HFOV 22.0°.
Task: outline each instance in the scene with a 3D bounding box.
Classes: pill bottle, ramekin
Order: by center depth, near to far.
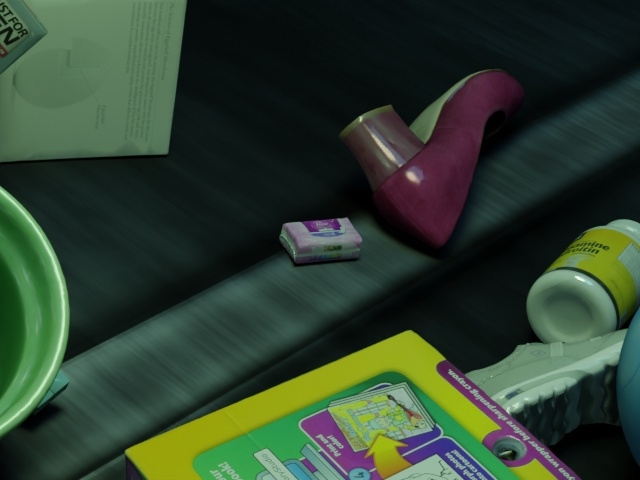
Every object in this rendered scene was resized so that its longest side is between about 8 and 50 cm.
[{"bbox_3d":[-0.381,0.080,1.409,0.303,0.148,0.303,13,55,-19],"label":"ramekin"},{"bbox_3d":[0.307,0.046,1.815,0.103,0.103,0.184,24,34,20],"label":"pill bottle"}]

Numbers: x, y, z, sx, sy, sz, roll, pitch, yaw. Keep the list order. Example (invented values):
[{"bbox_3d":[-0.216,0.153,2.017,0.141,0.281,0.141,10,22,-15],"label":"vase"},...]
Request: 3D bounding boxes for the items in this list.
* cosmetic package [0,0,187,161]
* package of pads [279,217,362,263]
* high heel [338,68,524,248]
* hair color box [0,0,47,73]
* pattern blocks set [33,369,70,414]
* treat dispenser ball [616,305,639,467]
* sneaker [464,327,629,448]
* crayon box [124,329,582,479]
[{"bbox_3d":[-0.290,-0.223,1.944,0.225,0.224,0.138,-3,35,-20],"label":"cosmetic package"},{"bbox_3d":[0.000,0.000,1.862,0.083,0.032,0.050,-6,37,-24],"label":"package of pads"},{"bbox_3d":[0.178,-0.097,2.040,0.377,0.127,0.181,-23,74,-47],"label":"high heel"},{"bbox_3d":[-0.490,-0.167,1.717,0.374,0.113,0.185,-42,50,-5],"label":"hair color box"},{"bbox_3d":[-0.401,0.066,1.522,0.285,0.026,0.325,-29,75,-37],"label":"pattern blocks set"},{"bbox_3d":[0.422,0.138,1.533,0.288,0.288,0.288,8,32,-5],"label":"treat dispenser ball"},{"bbox_3d":[0.251,0.129,1.669,0.281,0.105,0.115,-13,35,-35],"label":"sneaker"},{"bbox_3d":[0.059,0.260,1.383,0.313,0.106,0.363,-22,43,-28],"label":"crayon box"}]
